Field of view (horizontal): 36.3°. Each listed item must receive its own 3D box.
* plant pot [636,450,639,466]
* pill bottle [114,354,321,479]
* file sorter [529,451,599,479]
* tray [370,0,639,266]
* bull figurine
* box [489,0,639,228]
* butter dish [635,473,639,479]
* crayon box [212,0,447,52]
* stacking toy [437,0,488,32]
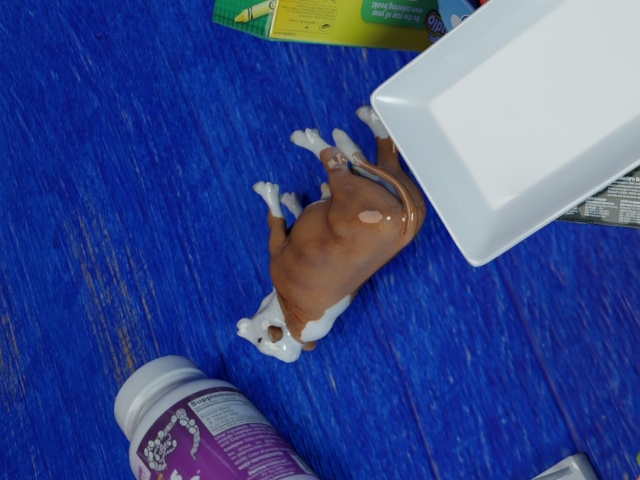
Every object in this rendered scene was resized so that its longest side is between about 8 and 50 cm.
[{"bbox_3d":[0.358,0.138,0.528,0.228,0.227,0.207,60,141,26],"label":"plant pot"},{"bbox_3d":[-0.125,0.273,1.168,0.301,0.169,0.169,40,122,40],"label":"pill bottle"},{"bbox_3d":[0.140,0.349,0.865,0.277,0.173,0.192,-47,60,40],"label":"file sorter"},{"bbox_3d":[0.172,-0.111,0.622,0.270,0.030,0.145,-35,76,25],"label":"tray"},{"bbox_3d":[0.000,0.000,1.047,0.310,0.101,0.188,-42,61,43],"label":"bull figurine"},{"bbox_3d":[0.208,-0.100,0.646,0.191,0.045,0.184,6,95,27],"label":"box"},{"bbox_3d":[0.296,0.256,0.687,0.160,0.118,0.159,3,94,22],"label":"butter dish"},{"bbox_3d":[0.052,-0.248,0.825,0.081,0.278,0.165,27,113,43],"label":"crayon box"},{"bbox_3d":[0.248,-0.222,0.722,0.302,0.166,0.175,-45,64,28],"label":"stacking toy"}]
